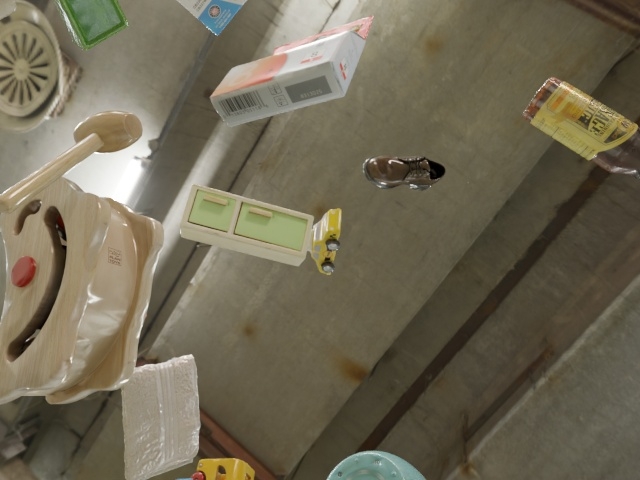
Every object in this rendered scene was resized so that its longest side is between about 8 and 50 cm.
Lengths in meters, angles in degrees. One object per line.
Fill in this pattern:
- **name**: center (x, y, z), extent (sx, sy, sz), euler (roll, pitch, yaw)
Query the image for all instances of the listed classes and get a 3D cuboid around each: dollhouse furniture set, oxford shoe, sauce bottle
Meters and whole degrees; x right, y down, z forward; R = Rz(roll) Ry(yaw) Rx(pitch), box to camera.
- **dollhouse furniture set**: center (-0.525, -0.390, 0.764), extent (0.198, 0.151, 0.301), euler (37, -113, 22)
- **oxford shoe**: center (0.200, -0.170, 1.072), extent (0.096, 0.227, 0.082), euler (-25, -107, 55)
- **sauce bottle**: center (0.229, -0.083, 0.371), extent (0.128, 0.042, 0.042), euler (37, -74, 14)

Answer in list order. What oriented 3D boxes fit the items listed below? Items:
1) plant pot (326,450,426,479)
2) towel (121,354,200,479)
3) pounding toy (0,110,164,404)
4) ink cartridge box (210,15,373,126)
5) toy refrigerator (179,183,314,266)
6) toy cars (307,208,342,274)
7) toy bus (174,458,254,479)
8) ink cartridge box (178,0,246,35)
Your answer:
- **plant pot**: center (0.127, 0.607, 1.002), extent (0.293, 0.293, 0.235), euler (-10, -52, 19)
- **towel**: center (-0.399, 0.445, 1.153), extent (0.049, 0.187, 0.282), euler (1, -86, 49)
- **pounding toy**: center (-0.255, 0.009, 0.413), extent (0.154, 0.155, 0.269), euler (0, -107, 28)
- **ink cartridge box**: center (-0.025, -0.207, 0.513), extent (0.146, 0.179, 0.045), euler (-6, -42, 27)
- **toy refrigerator**: center (-0.159, -0.031, 1.008), extent (0.270, 0.094, 0.102), euler (15, -108, -9)
- **toy cars**: center (0.000, 0.000, 1.295), extent (0.087, 0.394, 0.176), euler (8, -89, -2)
- **toy bus**: center (-0.174, 0.487, 0.797), extent (0.105, 0.191, 0.202), euler (-8, -90, 12)
- **ink cartridge box**: center (-0.286, -0.681, 1.084), extent (0.270, 0.197, 0.198), euler (34, -59, -30)
